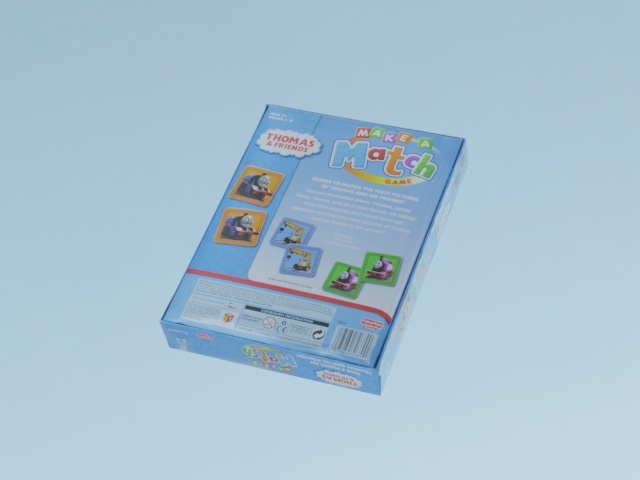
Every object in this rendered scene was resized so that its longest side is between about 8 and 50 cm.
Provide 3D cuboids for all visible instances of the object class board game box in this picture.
[{"bbox_3d":[0.000,0.000,1.125,0.160,0.211,0.039,12,-35,18],"label":"board game box"}]
